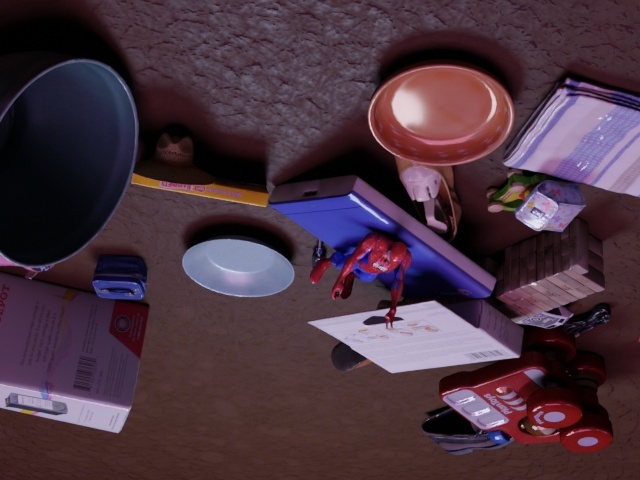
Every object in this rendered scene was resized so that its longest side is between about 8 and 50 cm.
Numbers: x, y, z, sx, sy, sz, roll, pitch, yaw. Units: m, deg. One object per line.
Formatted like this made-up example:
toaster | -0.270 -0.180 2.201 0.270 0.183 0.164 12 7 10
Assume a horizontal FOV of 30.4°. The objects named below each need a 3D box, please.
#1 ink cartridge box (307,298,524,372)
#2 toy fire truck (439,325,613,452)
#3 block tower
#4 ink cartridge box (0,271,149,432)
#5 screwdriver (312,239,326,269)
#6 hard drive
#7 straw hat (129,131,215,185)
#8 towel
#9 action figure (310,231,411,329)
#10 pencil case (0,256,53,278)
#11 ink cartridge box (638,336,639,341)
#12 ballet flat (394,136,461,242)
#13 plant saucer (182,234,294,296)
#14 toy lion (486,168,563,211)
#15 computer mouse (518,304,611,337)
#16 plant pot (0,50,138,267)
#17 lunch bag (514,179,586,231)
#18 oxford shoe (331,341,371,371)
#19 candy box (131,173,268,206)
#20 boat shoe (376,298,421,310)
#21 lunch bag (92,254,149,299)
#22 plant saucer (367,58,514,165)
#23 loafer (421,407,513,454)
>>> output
ink cartridge box | 0.156 0.141 1.954 0.275 0.060 0.239 -13 145 41
toy fire truck | 0.398 0.304 2.227 0.254 0.169 0.302 -22 138 30
block tower | 0.320 0.074 1.964 0.097 0.091 0.335 28 143 -32
ink cartridge box | -0.491 0.209 2.198 0.306 0.226 0.131 14 146 -10
screwdriver | 0.000 0.000 1.976 0.024 0.025 0.170 6 140 1
hard drive | 0.097 0.002 1.856 0.318 0.040 0.210 34 158 -31
straw hat | -0.217 -0.128 1.748 0.144 0.061 0.144 11 -167 -2
towel | 0.422 -0.131 1.667 0.285 0.034 0.209 14 149 -12
action figure | 0.057 0.070 1.823 0.091 0.139 0.280 26 158 -14
pencil case | -0.609 -0.010 1.932 0.386 0.167 0.160 -4 -176 17
ink cartridge box | 0.641 0.183 2.142 0.115 0.029 0.063 2 149 6
ballet flat | 0.166 -0.073 1.766 0.080 0.073 0.232 -7 146 22
plant saucer | -0.139 0.035 2.032 0.195 0.037 0.195 5 149 3
toy lion | 0.314 -0.072 1.787 0.096 0.034 0.100 11 149 -22
computer mouse | 0.407 0.125 2.081 0.193 0.042 0.106 14 153 -23
plant pot | -0.421 -0.132 1.616 0.196 0.293 0.293 22 156 27
lunch bag | 0.338 -0.050 1.749 0.083 0.053 0.071 8 142 -24
oxford shoe | 0.118 0.186 2.223 0.212 0.076 0.076 -26 166 38
candy box | -0.182 -0.085 1.802 0.205 0.027 0.105 10 -171 -6
boat shoe | 0.164 0.121 2.110 0.135 0.045 0.050 12 156 -17
lunch bag | -0.353 0.071 2.100 0.098 0.065 0.067 2 149 8
plant saucer | 0.165 -0.179 1.615 0.200 0.037 0.200 2 143 2
loafer | 0.323 0.375 2.444 0.095 0.109 0.302 25 147 -21
